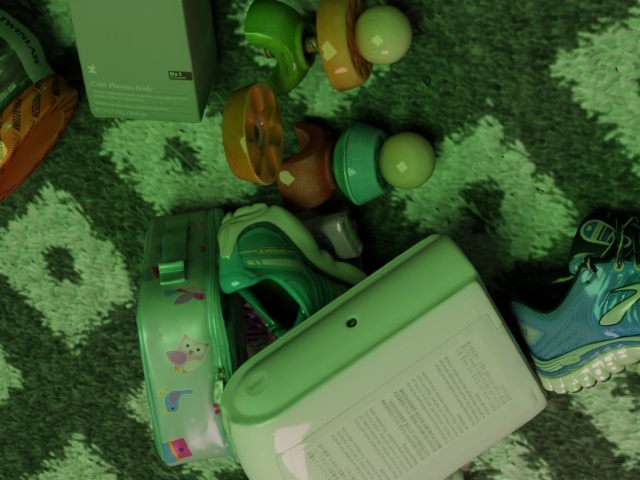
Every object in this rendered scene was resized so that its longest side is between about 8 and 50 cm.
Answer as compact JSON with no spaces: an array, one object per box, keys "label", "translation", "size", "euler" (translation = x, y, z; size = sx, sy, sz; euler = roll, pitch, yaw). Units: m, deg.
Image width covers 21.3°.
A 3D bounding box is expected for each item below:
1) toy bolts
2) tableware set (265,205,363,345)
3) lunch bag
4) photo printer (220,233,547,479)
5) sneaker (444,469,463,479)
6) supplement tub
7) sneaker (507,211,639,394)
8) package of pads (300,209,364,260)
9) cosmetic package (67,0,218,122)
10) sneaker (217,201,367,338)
[{"label":"toy bolts","translation":[0.020,-0.114,1.707],"size":[0.159,0.218,0.228],"euler":[-3,134,20]},{"label":"tableware set","translation":[-0.002,0.048,1.894],"size":[0.128,0.039,0.194],"euler":[2,119,20]},{"label":"lunch bag","translation":[-0.135,0.096,1.838],"size":[0.108,0.279,0.224],"euler":[-4,115,-2]},{"label":"photo printer","translation":[0.060,0.165,1.753],"size":[0.307,0.107,0.256],"euler":[-35,133,0]},{"label":"sneaker","translation":[0.067,0.259,1.942],"size":[0.305,0.152,0.114],"euler":[59,163,-5]},{"label":"supplement tub","translation":[-0.447,-0.201,1.864],"size":[0.338,0.207,0.207],"euler":[36,127,3]},{"label":"sneaker","translation":[0.319,0.038,1.678],"size":[0.330,0.130,0.147],"euler":[-27,106,35]},{"label":"package of pads","translation":[0.000,0.000,1.820],"size":[0.083,0.032,0.050],"euler":[-14,114,28]},{"label":"cosmetic package","translation":[-0.182,-0.238,1.728],"size":[0.127,0.107,0.238],"euler":[5,142,10]},{"label":"sneaker","translation":[-0.019,0.072,1.791],"size":[0.107,0.110,0.275],"euler":[-21,137,34]}]
